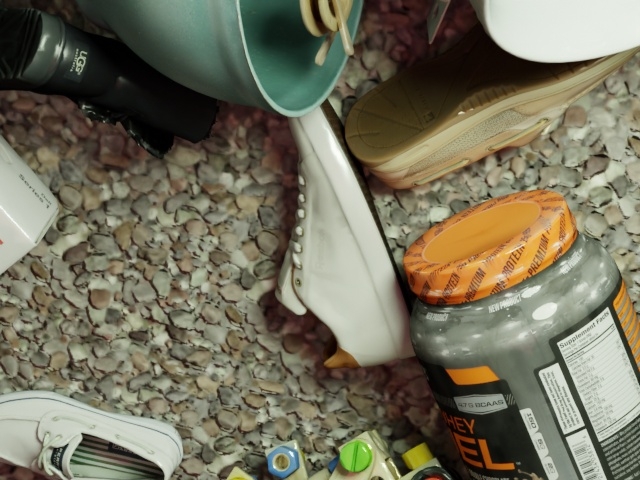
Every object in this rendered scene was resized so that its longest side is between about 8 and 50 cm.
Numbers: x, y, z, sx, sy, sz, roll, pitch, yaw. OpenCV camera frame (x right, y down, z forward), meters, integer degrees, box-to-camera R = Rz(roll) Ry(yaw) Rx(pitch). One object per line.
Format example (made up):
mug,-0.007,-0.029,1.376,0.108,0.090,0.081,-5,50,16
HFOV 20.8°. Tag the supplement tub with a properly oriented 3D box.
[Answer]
supplement tub,0.214,0.137,1.646,0.207,0.207,0.338,-21,107,10

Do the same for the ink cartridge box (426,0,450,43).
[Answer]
ink cartridge box,0.101,-0.286,1.548,0.067,0.115,0.198,17,110,-3

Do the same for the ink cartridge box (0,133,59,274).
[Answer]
ink cartridge box,-0.424,-0.008,1.679,0.278,0.117,0.201,-37,104,14

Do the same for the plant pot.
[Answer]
plant pot,-0.097,-0.261,1.500,0.196,0.293,0.293,8,112,22

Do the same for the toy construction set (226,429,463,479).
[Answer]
toy construction set,0.066,0.324,1.729,0.215,0.151,0.328,-31,95,7

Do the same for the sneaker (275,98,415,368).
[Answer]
sneaker,0.000,0.000,1.662,0.123,0.106,0.290,-17,109,7

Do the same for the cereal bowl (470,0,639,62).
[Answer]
cereal bowl,0.251,-0.293,1.350,0.339,0.339,0.141,-31,65,13

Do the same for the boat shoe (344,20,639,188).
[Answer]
boat shoe,0.173,-0.139,1.614,0.302,0.109,0.098,-28,145,12

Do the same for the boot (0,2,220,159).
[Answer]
boot,-0.230,-0.150,1.616,0.207,0.246,0.094,22,84,-38

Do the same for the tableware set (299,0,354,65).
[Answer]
tableware set,0.030,-0.254,1.503,0.039,0.194,0.128,7,143,21

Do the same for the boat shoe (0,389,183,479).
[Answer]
boat shoe,-0.254,0.205,1.768,0.226,0.076,0.083,4,110,2
